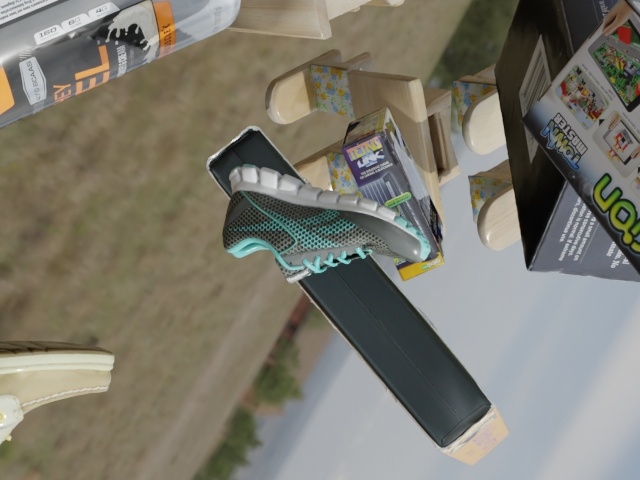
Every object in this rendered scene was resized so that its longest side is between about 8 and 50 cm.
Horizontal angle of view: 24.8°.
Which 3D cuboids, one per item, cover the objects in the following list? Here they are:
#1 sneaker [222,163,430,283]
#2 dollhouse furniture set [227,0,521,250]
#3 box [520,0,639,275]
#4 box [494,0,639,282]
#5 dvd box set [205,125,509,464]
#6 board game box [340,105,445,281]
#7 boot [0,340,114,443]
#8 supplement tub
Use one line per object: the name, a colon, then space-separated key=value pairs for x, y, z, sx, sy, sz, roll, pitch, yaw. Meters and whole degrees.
sneaker: x=0.000 y=0.000 z=1.087 sx=0.076 sy=0.167 sz=0.065 roll=-71 pitch=158 yaw=-8
dollhouse furniture set: x=0.057 y=-0.176 z=1.829 sx=0.256 sy=0.362 sz=0.394 roll=-30 pitch=120 yaw=-36
box: x=0.222 y=-0.042 z=0.907 sx=0.036 sy=0.207 sz=0.114 roll=-2 pitch=140 yaw=-44
box: x=0.335 y=-0.115 z=1.321 sx=0.296 sy=0.294 sz=0.182 roll=-92 pitch=-167 yaw=-45
dvd box set: x=0.050 y=0.068 z=1.337 sx=0.062 sy=0.307 sz=0.420 roll=-41 pitch=166 yaw=0
board game box: x=0.072 y=-0.049 z=1.415 sx=0.048 sy=0.141 sz=0.170 roll=-25 pitch=-171 yaw=9
boot: x=-0.215 y=0.148 z=0.858 sx=0.077 sy=0.213 sz=0.165 roll=-6 pitch=-87 yaw=58
supplement tub: x=-0.244 y=-0.213 z=1.240 sx=0.316 sy=0.193 sz=0.193 roll=-26 pitch=167 yaw=-15
